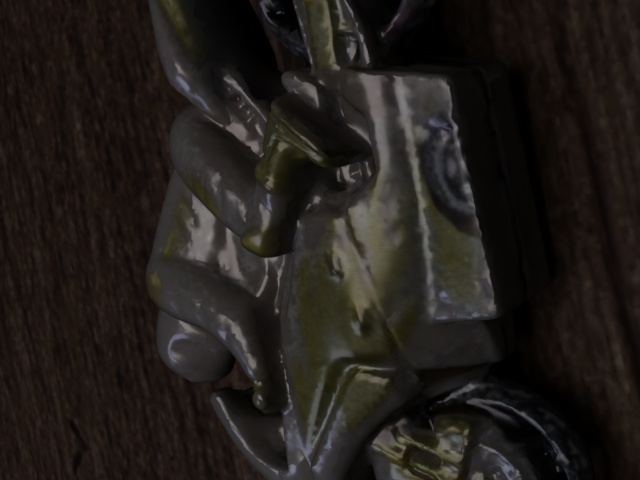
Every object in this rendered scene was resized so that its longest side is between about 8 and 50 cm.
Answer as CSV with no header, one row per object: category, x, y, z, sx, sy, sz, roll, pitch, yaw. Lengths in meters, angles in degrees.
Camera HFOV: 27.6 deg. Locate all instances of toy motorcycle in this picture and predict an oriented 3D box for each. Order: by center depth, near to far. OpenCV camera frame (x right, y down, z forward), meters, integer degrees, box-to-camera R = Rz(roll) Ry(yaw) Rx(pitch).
toy motorcycle,0.000,0.000,0.623,0.223,0.108,0.340,-10,98,35
